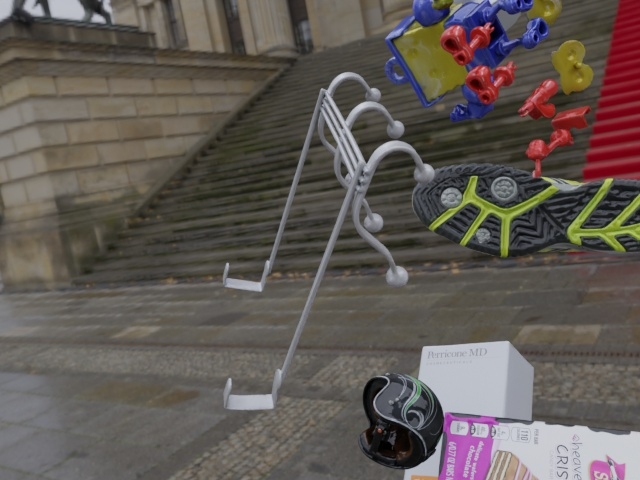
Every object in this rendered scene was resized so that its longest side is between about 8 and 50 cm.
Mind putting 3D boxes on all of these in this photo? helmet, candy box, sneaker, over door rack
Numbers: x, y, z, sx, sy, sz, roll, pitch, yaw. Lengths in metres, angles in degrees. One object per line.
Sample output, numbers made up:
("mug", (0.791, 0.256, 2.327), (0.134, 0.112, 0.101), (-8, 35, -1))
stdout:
("helmet", (0.155, 0.341, 1.178), (0.170, 0.169, 0.161), (-7, 22, 24))
("candy box", (0.233, 0.264, 0.588), (0.234, 0.159, 0.071), (-1, -33, 22))
("sneaker", (0.336, -0.034, 0.965), (0.385, 0.145, 0.147), (8, -4, 5))
("over door rack", (0.000, 0.000, 0.671), (0.108, 0.324, 0.239), (22, 24, -20))

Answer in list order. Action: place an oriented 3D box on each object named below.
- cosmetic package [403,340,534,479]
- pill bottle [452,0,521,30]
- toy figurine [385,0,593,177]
("cosmetic package", (0.332, 0.468, 1.356), (0.230, 0.161, 0.453), (-13, 49, 36))
("pill bottle", (0.232, -0.402, 0.935), (0.103, 0.184, 0.103), (-18, -29, -10))
("toy figurine", (0.131, -0.238, 0.714), (0.217, 0.362, 0.191), (-6, 39, 53))
